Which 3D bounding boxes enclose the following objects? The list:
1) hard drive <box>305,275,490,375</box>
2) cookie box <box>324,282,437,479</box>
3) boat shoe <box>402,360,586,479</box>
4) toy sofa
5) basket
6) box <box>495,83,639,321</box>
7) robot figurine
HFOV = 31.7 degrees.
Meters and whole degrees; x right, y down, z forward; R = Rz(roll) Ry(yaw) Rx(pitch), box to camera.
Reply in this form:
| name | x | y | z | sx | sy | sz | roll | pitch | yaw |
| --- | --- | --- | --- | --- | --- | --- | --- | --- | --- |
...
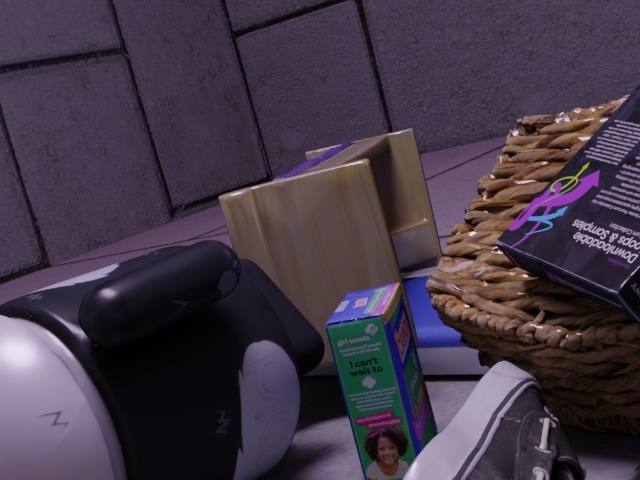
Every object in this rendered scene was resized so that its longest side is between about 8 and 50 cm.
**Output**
| name | x | y | z | sx | sy | sz | roll | pitch | yaw |
| --- | --- | --- | --- | --- | --- | --- | --- | --- | --- |
| hard drive | 0.112 | 0.069 | 1.004 | 0.319 | 0.040 | 0.210 | -8 | 10 | 46 |
| cookie box | 0.041 | 0.090 | 0.723 | 0.040 | 0.107 | 0.092 | -13 | 8 | 13 |
| boat shoe | 0.092 | 0.122 | 0.562 | 0.070 | 0.077 | 0.219 | 24 | 16 | 16 |
| toy sofa | 0.000 | 0.000 | 1.002 | 0.177 | 0.150 | 0.362 | -13 | 7 | 12 |
| basket | 0.248 | 0.045 | 0.704 | 0.299 | 0.223 | 0.213 | -7 | 44 | 49 |
| box | 0.186 | -0.036 | 0.628 | 0.162 | 0.029 | 0.116 | -45 | 26 | -7 |
| robot figurine | -0.127 | 0.100 | 0.715 | 0.174 | 0.209 | 0.278 | 9 | 21 | 40 |
